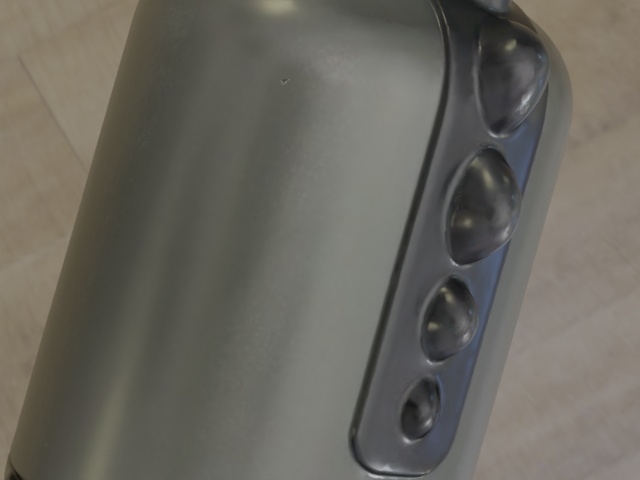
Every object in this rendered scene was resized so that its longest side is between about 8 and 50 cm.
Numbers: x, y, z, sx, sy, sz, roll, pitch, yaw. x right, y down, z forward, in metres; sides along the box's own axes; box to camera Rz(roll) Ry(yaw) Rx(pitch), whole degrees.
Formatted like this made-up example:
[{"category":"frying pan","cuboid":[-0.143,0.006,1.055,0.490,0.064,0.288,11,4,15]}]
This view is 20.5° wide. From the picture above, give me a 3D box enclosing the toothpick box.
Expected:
[{"category":"toothpick box","cuboid":[0.000,0.000,0.786,0.229,0.229,0.316,14,99,-17]}]
